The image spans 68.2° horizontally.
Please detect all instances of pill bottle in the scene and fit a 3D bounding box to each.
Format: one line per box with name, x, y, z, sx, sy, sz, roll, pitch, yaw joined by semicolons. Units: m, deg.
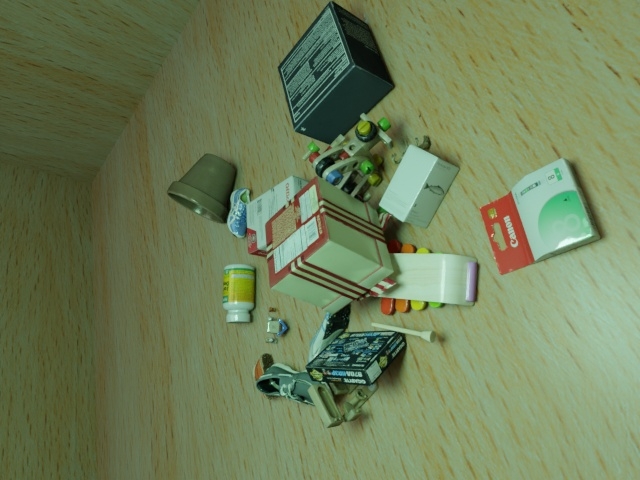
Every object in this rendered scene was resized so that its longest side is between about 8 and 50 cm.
pill bottle;-0.304;0.200;1.755;0.117;0.117;0.209;-17;69;45

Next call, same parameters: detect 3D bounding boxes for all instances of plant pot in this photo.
plant pot;-0.469;-0.230;1.979;0.263;0.263;0.229;14;73;49

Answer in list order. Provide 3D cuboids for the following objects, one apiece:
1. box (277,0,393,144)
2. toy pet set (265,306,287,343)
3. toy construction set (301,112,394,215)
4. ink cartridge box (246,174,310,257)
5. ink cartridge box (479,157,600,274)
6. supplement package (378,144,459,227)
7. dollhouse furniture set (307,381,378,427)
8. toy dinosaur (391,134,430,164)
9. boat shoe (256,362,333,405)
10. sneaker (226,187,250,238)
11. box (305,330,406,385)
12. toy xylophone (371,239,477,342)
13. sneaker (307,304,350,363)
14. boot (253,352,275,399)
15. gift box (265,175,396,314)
box;0.036;-0.519;1.505;0.296;0.182;0.294;-38;53;38
toy pet set;-0.149;0.291;1.623;0.114;0.065;0.122;122;153;-75
toy construction set;0.102;-0.253;1.376;0.237;0.257;0.309;-48;38;7
ink cartridge box;-0.133;-0.075;1.636;0.272;0.114;0.197;-25;62;43
ink cartridge box;0.454;-0.046;1.023;0.224;0.056;0.181;-29;60;39
supplement package;0.254;-0.139;1.228;0.105;0.105;0.179;42;112;45
dollhouse furniture set;0.070;0.395;1.266;0.123;0.151;0.144;-53;49;25
toy dinosaur;0.239;-0.208;1.269;0.183;0.092;0.053;-60;33;5
boat shoe;-0.085;0.455;1.436;0.319;0.099;0.116;-1;109;52
sneaker;-0.320;-0.113;1.879;0.081;0.080;0.211;-22;66;47
box;0.091;0.306;1.250;0.220;0.175;0.051;-14;105;45
toy xylophone;0.233;0.124;1.203;0.322;0.081;0.237;11;89;49
sneaker;0.017;0.278;1.408;0.086;0.085;0.237;27;98;53
boot;-0.190;0.476;1.612;0.085;0.059;0.158;-47;41;34
gift box;0.041;0.020;1.203;0.276;0.258;0.255;-34;45;33
